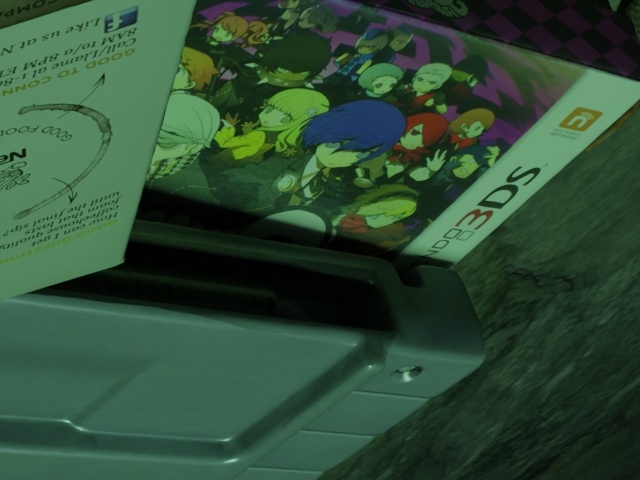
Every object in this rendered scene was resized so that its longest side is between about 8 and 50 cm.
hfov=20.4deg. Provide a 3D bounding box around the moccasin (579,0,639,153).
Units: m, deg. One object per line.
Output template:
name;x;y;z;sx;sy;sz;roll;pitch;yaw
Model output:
moccasin;0.002;0.000;0.879;0.380;0.147;0.139;-36;159;29

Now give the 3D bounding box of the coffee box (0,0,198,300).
coffee box;-0.110;-0.108;0.417;0.119;0.168;0.297;-17;159;-21

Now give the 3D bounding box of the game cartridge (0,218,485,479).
game cartridge;-0.137;0.067;0.685;0.355;0.068;0.230;9;140;-38

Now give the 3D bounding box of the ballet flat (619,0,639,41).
ballet flat;0.223;-0.140;0.925;0.084;0.058;0.250;-16;159;-23

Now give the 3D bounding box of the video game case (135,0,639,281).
video game case;-0.029;-0.035;0.674;0.232;0.041;0.210;11;142;-32
